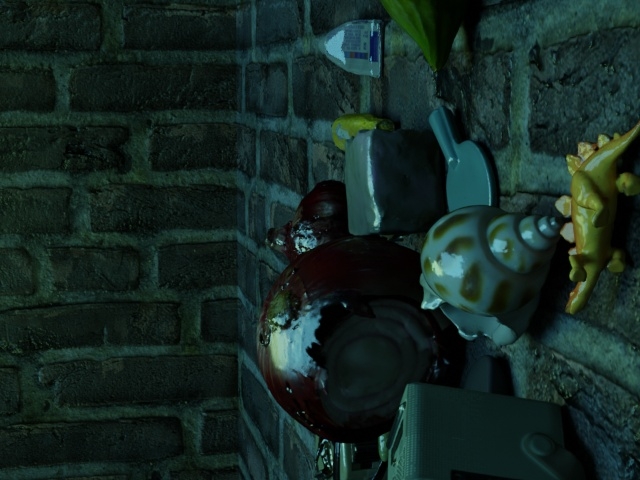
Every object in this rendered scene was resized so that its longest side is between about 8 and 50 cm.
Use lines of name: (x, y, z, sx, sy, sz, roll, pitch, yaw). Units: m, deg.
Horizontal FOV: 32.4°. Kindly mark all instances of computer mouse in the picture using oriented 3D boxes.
computer mouse: (0.239, 0.280, 1.571, 0.120, 0.057, 0.232, 120, 146, -66)

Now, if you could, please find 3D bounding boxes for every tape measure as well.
tape measure: (0.060, 0.403, 2.178, 0.271, 0.133, 0.231, 116, 150, -57)

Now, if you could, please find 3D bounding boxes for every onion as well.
onion: (0.000, 0.000, 2.183, 0.252, 0.219, 0.252, -173, 90, -86)
onion: (0.043, 0.150, 1.787, 0.341, 0.341, 0.341, 178, 90, -76)

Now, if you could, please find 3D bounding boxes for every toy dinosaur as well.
toy dinosaur: (0.309, -0.052, 1.233, 0.117, 0.071, 0.288, -119, 35, -63)

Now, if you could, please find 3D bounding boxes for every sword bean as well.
sword bean: (0.118, 0.282, 2.074, 0.043, 0.038, 0.269, 68, -162, -87)

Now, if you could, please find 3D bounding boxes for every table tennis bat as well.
table tennis bat: (0.214, -0.105, 1.673, 0.153, 0.040, 0.244, 108, 153, -51)

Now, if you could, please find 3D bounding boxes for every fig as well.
fig: (0.161, -0.393, 1.645, 0.233, 0.167, 0.167, 49, 168, -7)

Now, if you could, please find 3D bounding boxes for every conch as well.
conch: (0.220, 0.034, 1.426, 0.148, 0.183, 0.275, -60, 10, -12)

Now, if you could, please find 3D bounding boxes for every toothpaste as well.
toothpaste: (0.065, -0.392, 2.222, 0.099, 0.068, 0.282, 61, 165, -21)

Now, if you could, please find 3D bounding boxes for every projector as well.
projector: (0.205, 0.295, 1.378, 0.177, 0.243, 0.163, -81, 1, -47)

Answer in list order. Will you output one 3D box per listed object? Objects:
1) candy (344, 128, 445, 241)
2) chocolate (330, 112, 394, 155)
candy: (0.120, -0.093, 1.854, 0.185, 0.137, 0.195, 179, 87, -76)
chocolate: (0.087, -0.212, 2.109, 0.219, 0.086, 0.085, -174, 83, -73)
